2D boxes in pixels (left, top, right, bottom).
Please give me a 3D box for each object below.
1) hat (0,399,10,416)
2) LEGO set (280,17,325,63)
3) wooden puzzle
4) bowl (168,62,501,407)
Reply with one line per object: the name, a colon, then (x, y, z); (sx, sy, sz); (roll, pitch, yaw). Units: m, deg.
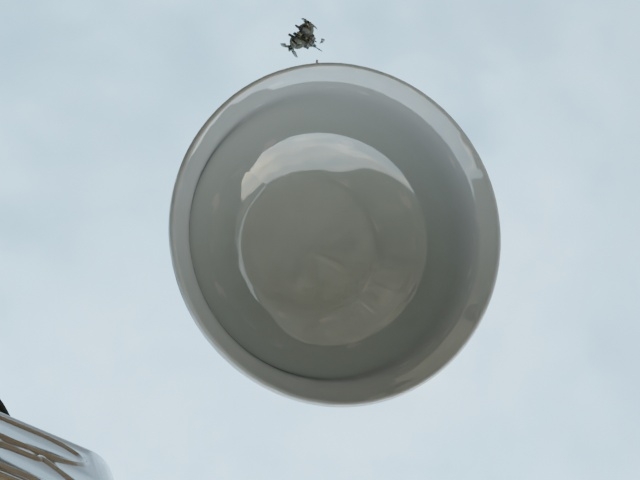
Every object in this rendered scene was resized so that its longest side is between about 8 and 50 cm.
hat: (-0.518, 0.265, 1.779); (0.331, 0.331, 0.134); (-10, -160, -17)
LEGO set: (-0.019, -0.241, 1.863); (0.054, 0.023, 0.083); (-23, -108, -2)
wooden puzzle: (-0.356, 0.218, 1.521); (0.348, 0.080, 0.322); (30, 178, -12)
bowl: (0.000, 0.000, 1.342); (0.298, 0.298, 0.134); (-10, 177, -16)
